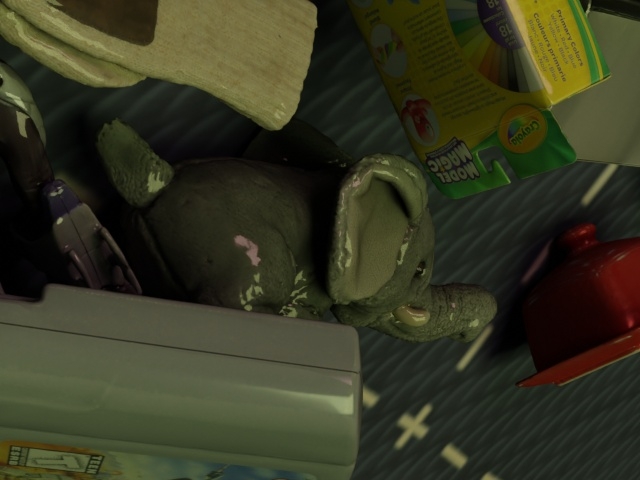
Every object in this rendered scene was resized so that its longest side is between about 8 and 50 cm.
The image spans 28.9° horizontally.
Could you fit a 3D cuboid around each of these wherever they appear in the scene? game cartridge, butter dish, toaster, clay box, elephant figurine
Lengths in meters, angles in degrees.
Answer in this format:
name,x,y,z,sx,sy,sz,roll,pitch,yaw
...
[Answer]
name,x,y,z,sx,sy,sz,roll,pitch,yaw
game cartridge,-0.090,0.113,0.661,0.198,0.062,0.297,12,150,-11
butter dish,0.239,0.041,1.052,0.160,0.118,0.160,-18,168,-37
toaster,0.148,-0.132,0.806,0.186,0.168,0.110,1,118,-43
clay box,0.070,-0.138,0.673,0.053,0.127,0.222,-28,96,-29
elephant figurine,0.000,0.000,0.769,0.239,0.169,0.186,-27,157,-27

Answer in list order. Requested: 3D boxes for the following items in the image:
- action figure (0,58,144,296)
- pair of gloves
name,x,y,z,sx,sy,sz,roll,pitch,yaw
action figure,-0.172,-0.066,0.597,0.185,0.099,0.285,-27,129,-18
pair of gloves,-0.081,-0.183,0.585,0.204,0.042,0.240,13,77,-43
